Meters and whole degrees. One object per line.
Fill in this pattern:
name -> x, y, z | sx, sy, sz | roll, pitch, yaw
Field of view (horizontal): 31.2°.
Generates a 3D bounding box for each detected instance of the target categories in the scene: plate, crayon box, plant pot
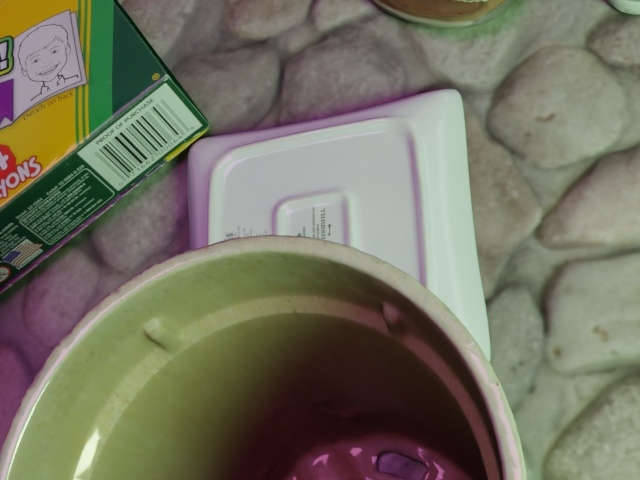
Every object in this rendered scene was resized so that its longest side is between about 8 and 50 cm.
plate -> 0.000, 0.000, 1.024 | 0.278, 0.045, 0.277 | -10, 65, 16
crayon box -> -0.341, -0.123, 1.157 | 0.363, 0.106, 0.313 | -38, 58, 1
plant pot -> -0.001, 0.206, 0.786 | 0.333, 0.305, 0.334 | -7, 66, 17

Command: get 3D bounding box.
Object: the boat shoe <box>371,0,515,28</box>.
boat shoe -> 0.053, -0.311, 1.096 | 0.324, 0.116, 0.123 | 36, 83, 28

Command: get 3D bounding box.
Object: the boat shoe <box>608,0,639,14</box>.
boat shoe -> 0.385, -0.288, 0.982 | 0.302, 0.091, 0.114 | -25, 62, 8
